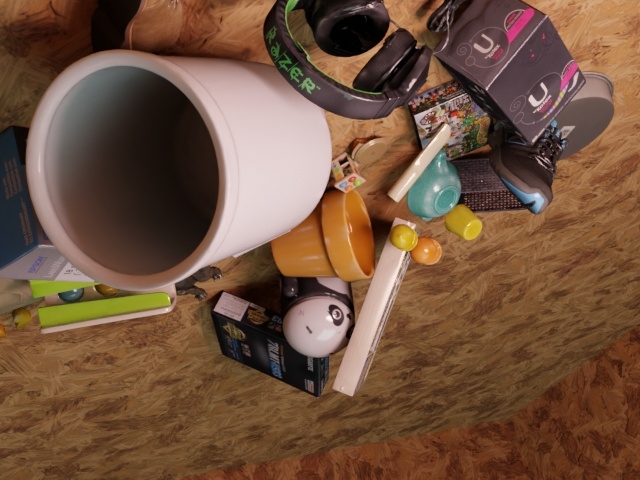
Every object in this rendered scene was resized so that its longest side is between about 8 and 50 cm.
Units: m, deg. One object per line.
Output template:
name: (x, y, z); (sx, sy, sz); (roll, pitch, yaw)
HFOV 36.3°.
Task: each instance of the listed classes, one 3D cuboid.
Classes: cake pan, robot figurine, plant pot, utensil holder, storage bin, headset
cake pan: (0.521, -0.256, 2.157); (0.293, 0.054, 0.293); (-17, 153, -9)
robot figurine: (-0.006, 0.140, 2.270); (0.209, 0.278, 0.174); (8, 130, -11)
plant pot: (0.000, 0.000, 2.132); (0.188, 0.205, 0.205); (-12, 157, 18)
utensil holder: (-0.190, -0.122, 1.481); (0.327, 0.328, 0.385); (-35, 175, 26)
storage bin: (0.378, -0.124, 2.200); (0.180, 0.084, 0.122); (-4, 158, 17)
headset: (0.094, -0.329, 1.533); (0.394, 0.243, 0.185); (-23, 162, -45)

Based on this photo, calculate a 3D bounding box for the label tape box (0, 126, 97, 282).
label tape box: (-0.455, -0.058, 1.618); (0.333, 0.241, 0.106); (4, 145, -41)

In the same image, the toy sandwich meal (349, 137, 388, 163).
toy sandwich meal: (0.099, -0.189, 2.011); (0.085, 0.029, 0.085); (-23, 153, -12)

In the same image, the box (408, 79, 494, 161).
box: (0.273, -0.245, 2.009); (0.159, 0.044, 0.233); (-23, 154, 4)

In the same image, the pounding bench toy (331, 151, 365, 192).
pounding bench toy: (0.062, -0.135, 2.043); (0.052, 0.065, 0.083); (-31, 152, 20)

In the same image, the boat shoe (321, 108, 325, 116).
boat shoe: (-0.110, -0.181, 1.804); (0.267, 0.096, 0.088); (-25, 157, 10)

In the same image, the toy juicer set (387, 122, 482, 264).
toy juicer set: (0.213, -0.084, 2.066); (0.209, 0.089, 0.329); (-37, 135, -9)

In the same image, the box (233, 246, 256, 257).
box: (-0.152, -0.077, 1.880); (0.130, 0.170, 0.091); (-25, 153, 10)

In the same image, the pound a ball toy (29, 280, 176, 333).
pound a ball toy: (-0.424, 0.052, 1.986); (0.319, 0.208, 0.136); (-11, -170, 0)

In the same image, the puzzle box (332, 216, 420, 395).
puzzle box: (0.136, 0.150, 2.264); (0.052, 0.409, 0.272); (21, -179, 9)

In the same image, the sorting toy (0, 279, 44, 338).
sorting toy: (-0.694, 0.138, 2.042); (0.229, 0.041, 0.307); (-23, 153, 4)

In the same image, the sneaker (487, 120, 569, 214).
sneaker: (0.411, -0.170, 1.909); (0.139, 0.341, 0.125); (-36, 111, 19)

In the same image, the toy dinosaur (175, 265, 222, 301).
toy dinosaur: (-0.284, 0.058, 2.102); (0.313, 0.121, 0.160); (-28, 166, 23)

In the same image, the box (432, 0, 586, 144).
box: (0.348, -0.314, 1.770); (0.165, 0.143, 0.270); (-51, 147, 7)

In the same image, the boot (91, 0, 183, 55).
boot: (-0.252, -0.354, 1.390); (0.115, 0.112, 0.305); (-26, 165, -26)

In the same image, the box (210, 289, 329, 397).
box: (-0.121, 0.264, 2.463); (0.293, 0.073, 0.295); (24, 154, 12)
